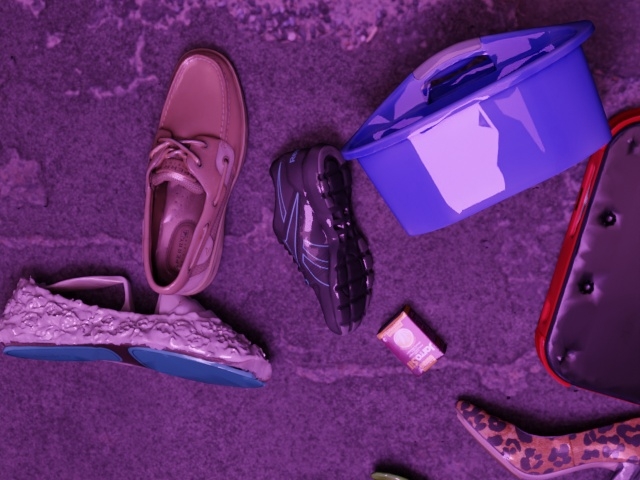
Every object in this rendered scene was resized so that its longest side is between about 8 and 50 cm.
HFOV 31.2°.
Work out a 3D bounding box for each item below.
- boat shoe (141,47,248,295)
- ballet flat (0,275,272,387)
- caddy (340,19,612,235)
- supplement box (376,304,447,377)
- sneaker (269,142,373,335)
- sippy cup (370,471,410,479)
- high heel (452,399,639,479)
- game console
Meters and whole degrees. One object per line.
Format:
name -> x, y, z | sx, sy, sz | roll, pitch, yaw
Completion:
boat shoe -> -0.174, -0.094, 1.545 | 0.121, 0.110, 0.341 | 4, 90, 12
ballet flat -> -0.264, 0.116, 1.624 | 0.409, 0.147, 0.147 | 6, 103, 10
caddy -> 0.191, -0.155, 1.410 | 0.341, 0.241, 0.179 | -26, 102, 15
supplement box -> 0.126, 0.139, 1.585 | 0.083, 0.043, 0.055 | 45, 105, -1
sneaker -> 0.000, 0.000, 1.570 | 0.106, 0.101, 0.267 | -4, 102, 34
sippy cup -> 0.043, 0.485, 1.583 | 0.224, 0.305, 0.240 | 20, 129, 13
high heel -> 0.327, 0.252, 1.565 | 0.261, 0.093, 0.186 | 37, 84, 15
game console -> 0.484, 0.045, 1.491 | 0.342, 0.060, 0.386 | 15, 105, 3
